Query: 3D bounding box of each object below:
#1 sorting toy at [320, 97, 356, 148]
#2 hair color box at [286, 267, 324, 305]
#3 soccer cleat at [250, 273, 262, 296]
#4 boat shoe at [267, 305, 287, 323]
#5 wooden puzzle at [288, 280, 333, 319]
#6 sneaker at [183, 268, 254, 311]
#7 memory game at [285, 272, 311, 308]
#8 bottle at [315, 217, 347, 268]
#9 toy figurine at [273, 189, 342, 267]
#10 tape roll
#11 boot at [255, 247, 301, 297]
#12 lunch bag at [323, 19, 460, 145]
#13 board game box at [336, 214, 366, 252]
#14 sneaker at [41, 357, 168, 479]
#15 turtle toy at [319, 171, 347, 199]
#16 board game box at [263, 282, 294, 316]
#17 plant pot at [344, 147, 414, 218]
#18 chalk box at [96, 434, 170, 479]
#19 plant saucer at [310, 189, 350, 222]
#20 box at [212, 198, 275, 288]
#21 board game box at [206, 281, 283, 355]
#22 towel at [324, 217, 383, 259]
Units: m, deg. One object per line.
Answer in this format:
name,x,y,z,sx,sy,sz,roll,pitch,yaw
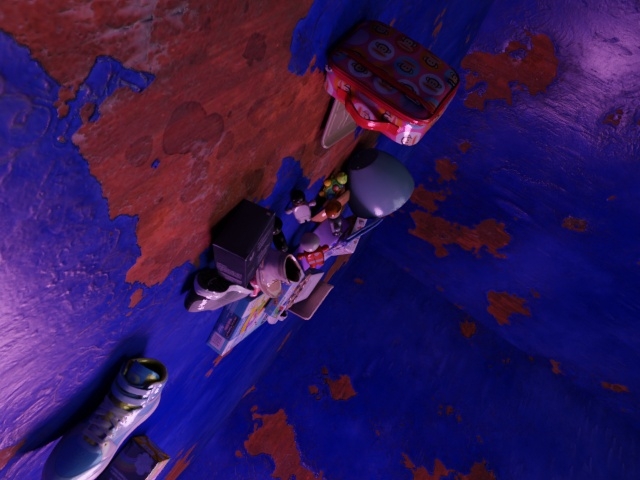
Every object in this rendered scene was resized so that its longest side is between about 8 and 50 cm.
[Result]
sorting toy,0.101,-0.429,1.213,0.307,0.041,0.229,-44,160,-44
hair color box,-0.103,0.203,1.966,0.174,0.105,0.347,-56,169,5
soccer cleat,-0.189,0.135,1.440,0.248,0.082,0.095,-6,101,-70
boat shoe,-0.209,0.370,2.058,0.079,0.081,0.228,-44,164,-44
wooden puzzle,-0.069,0.304,2.166,0.239,0.220,0.044,-49,131,-22
sneaker,-0.280,0.137,1.122,0.108,0.100,0.271,-48,164,12
memory game,-0.092,0.214,1.715,0.186,0.012,0.186,-56,172,-11
bottle,0.031,0.003,1.981,0.283,0.092,0.118,-57,172,7
toy figurine,-0.046,-0.046,1.259,0.210,0.212,0.148,-54,153,-23
tape roll,0.000,0.000,1.691,0.275,0.090,0.275,-44,180,0
boot,-0.128,0.113,1.273,0.077,0.165,0.214,-37,129,-36
lunch bag,0.156,-0.368,0.964,0.258,0.293,0.120,-51,172,-24
board game box,0.125,-0.026,2.020,0.193,0.053,0.305,-67,-167,-11
sneaker,-0.478,0.390,0.924,0.208,0.127,0.319,-59,178,29
turtle toy,0.055,-0.209,1.552,0.095,0.066,0.130,-36,158,-58
board game box,-0.139,0.206,1.593,0.212,0.039,0.160,-57,171,-10
plant pot,0.214,-0.259,1.654,0.290,0.290,0.195,-51,130,-20
chalk box,-0.641,0.791,1.355,0.213,0.132,0.132,-51,168,-18
plant saucer,0.042,-0.129,1.608,0.199,0.037,0.200,-37,-175,4
box,-0.192,0.010,1.027,0.158,0.093,0.156,108,8,-56
board game box,-0.259,0.253,1.535,0.254,0.079,0.336,-60,168,21
towel,0.125,-0.003,1.700,0.209,0.034,0.285,-31,177,-27
